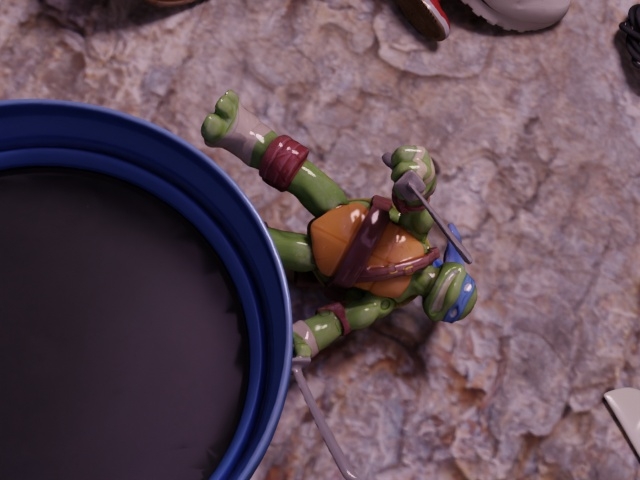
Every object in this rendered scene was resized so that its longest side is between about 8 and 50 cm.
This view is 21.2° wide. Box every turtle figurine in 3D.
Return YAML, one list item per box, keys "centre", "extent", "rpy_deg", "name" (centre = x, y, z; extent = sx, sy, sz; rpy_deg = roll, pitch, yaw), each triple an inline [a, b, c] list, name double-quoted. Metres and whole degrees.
- centre: [0.000, 0.000, 1.399]
  extent: [0.266, 0.197, 0.274]
  rpy_deg: [28, 38, 8]
  name: "turtle figurine"

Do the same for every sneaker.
- centre: [0.103, -0.252, 1.679]
  extent: [0.067, 0.042, 0.118]
  rpy_deg: [-32, 75, -28]
  name: "sneaker"
- centre: [0.171, -0.281, 1.659]
  extent: [0.235, 0.095, 0.090]
  rpy_deg: [25, 52, -34]
  name: "sneaker"

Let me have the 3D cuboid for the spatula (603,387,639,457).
- centre: [0.381, 0.210, 1.540]
  extent: [0.168, 0.019, 0.242]
  rpy_deg: [-21, 71, -29]
  name: "spatula"

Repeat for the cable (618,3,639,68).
- centre: [0.388, -0.199, 1.754]
  extent: [0.184, 0.047, 0.150]
  rpy_deg: [-32, 79, -36]
  name: "cable"

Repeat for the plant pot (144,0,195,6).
- centre: [-0.167, -0.367, 1.566]
  extent: [0.215, 0.215, 0.230]
  rpy_deg: [-32, 63, -31]
  name: "plant pot"

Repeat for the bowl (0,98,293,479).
- centre: [-0.217, 0.082, 1.305]
  extent: [0.391, 0.077, 0.391]
  rpy_deg: [1, 68, -4]
  name: "bowl"
